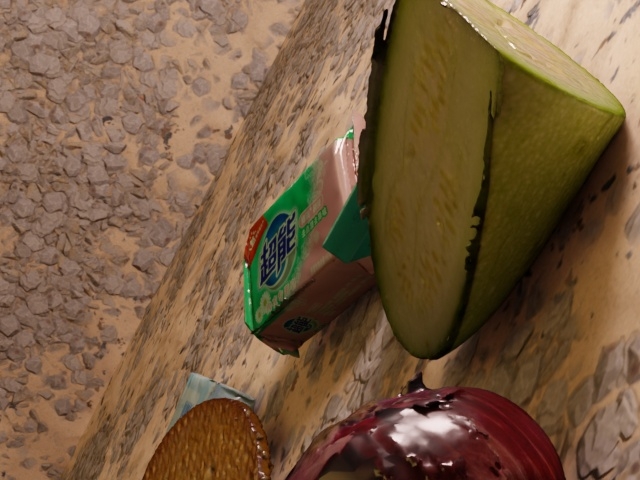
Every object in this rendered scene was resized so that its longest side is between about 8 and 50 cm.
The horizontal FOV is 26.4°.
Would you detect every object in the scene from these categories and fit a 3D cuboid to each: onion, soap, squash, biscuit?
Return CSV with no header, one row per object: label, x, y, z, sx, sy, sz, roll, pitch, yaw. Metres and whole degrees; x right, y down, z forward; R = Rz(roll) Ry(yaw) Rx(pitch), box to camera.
onion,0.068,0.217,0.945,0.252,0.219,0.252,-28,-16,-9
soap,0.002,0.001,1.695,0.273,0.098,0.218,-42,41,50
squash,0.102,-0.048,1.222,0.309,0.210,0.233,-55,40,20
biscuit,-0.155,0.346,1.753,0.305,0.038,0.305,-35,41,39

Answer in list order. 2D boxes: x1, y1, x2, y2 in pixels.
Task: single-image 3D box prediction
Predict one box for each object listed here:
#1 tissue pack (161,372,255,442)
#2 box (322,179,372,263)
tissue pack,-0.186,0.327,1.956,0.177,0.089,0.263,175,117,-76
box,0.092,-0.062,1.445,0.161,0.042,0.226,-60,-16,18
